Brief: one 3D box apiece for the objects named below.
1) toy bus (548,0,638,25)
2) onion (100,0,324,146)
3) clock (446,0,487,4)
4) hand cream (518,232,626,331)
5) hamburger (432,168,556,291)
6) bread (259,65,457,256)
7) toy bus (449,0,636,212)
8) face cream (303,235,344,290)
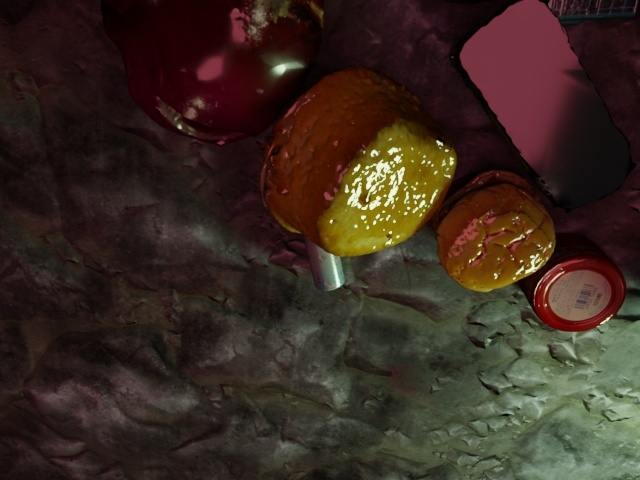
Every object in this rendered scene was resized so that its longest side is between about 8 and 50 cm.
[{"bbox_3d":[0.457,-0.425,0.800,0.160,0.079,0.092,0,116,5],"label":"toy bus"},{"bbox_3d":[-0.221,-0.377,0.718,0.420,0.398,0.398,17,121,-39],"label":"onion"},{"bbox_3d":[0.271,-0.573,0.765,0.318,0.066,0.319,2,114,5],"label":"clock"},{"bbox_3d":[0.540,0.091,1.000,0.192,0.125,0.193,4,116,8],"label":"hand cream"},{"bbox_3d":[0.355,-0.018,0.951,0.244,0.163,0.245,3,113,6],"label":"hamburger"},{"bbox_3d":[0.079,-0.128,0.848,0.358,0.204,0.337,3,119,-40],"label":"bread"},{"bbox_3d":[0.402,-0.244,0.842,0.171,0.162,0.386,-35,106,22],"label":"toy bus"},{"bbox_3d":[0.000,0.000,1.051,0.075,0.075,0.230,-8,114,11],"label":"face cream"}]
